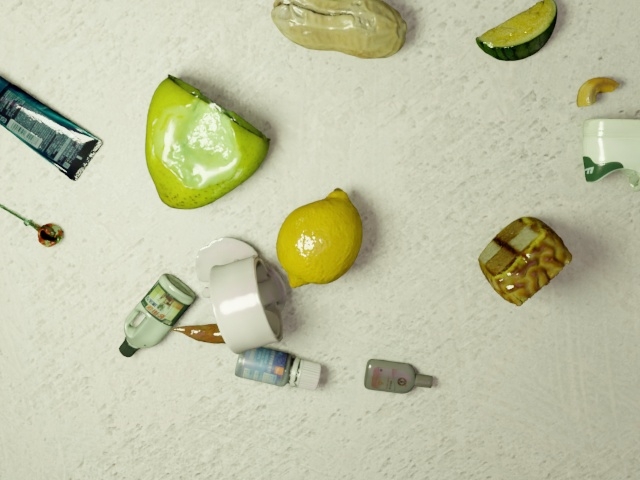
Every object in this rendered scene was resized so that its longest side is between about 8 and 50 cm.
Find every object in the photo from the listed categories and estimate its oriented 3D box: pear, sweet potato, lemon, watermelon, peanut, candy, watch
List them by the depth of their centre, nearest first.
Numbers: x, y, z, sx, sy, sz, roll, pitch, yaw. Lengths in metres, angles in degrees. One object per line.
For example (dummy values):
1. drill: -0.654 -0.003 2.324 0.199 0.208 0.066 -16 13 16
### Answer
1. peanut: 0.039 -0.457 1.204 0.290 0.130 0.130 9 102 0
2. pear: -0.280 -0.193 1.245 0.292 0.159 0.293 0 104 1
3. watermelon: 0.445 -0.441 1.252 0.181 0.075 0.092 -30 56 5
4. lemon: 0.000 0.000 1.267 0.186 0.187 0.244 31 90 -6
5. watch: -0.187 0.122 1.272 0.195 0.231 0.244 -17 104 6
6. candy: -0.687 -0.044 1.339 0.184 0.049 0.056 30 69 3
7. sweet potato: -0.265 0.223 1.377 0.194 0.056 0.057 3 102 -12

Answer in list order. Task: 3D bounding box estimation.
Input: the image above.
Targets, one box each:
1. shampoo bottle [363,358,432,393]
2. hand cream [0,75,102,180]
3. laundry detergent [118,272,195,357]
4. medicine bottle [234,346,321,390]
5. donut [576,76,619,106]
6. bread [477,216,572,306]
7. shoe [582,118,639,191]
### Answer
1. shampoo bottle: 0.192 0.339 1.411 0.165 0.040 0.080 8 100 -1
2. hand cream: -0.637 -0.257 1.285 0.270 0.061 0.120 37 101 -12
3. laundry detergent: -0.403 0.189 1.368 0.099 0.070 0.226 39 100 -18
4. medicine bottle: -0.101 0.310 1.385 0.203 0.083 0.084 14 101 -4
5. donut: 0.619 -0.330 1.272 0.083 0.038 0.067 3 99 1
6. bread: 0.441 0.037 1.257 0.096 0.222 0.181 44 103 -7
7. shoe: 0.759 -0.182 1.258 0.362 0.132 0.160 4 101 4
